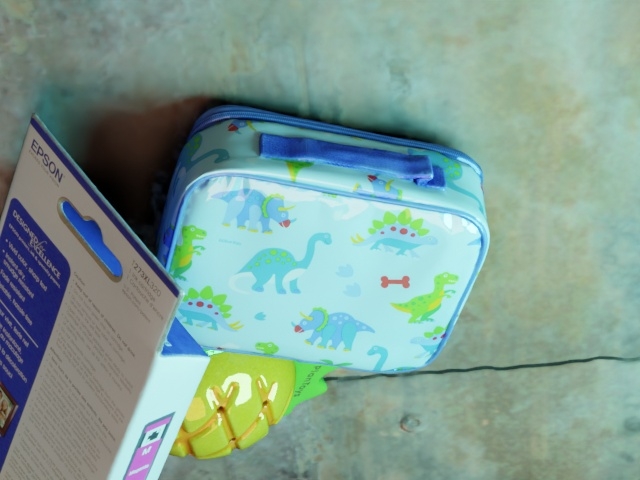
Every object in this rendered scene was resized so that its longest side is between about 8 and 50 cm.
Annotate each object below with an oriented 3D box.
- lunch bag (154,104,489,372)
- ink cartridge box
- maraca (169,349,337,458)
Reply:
[{"bbox_3d":[0.000,0.000,1.141,0.219,0.090,0.176,9,132,-10],"label":"lunch bag"},{"bbox_3d":[-0.178,0.097,1.168,0.069,0.176,0.371,-20,147,-39],"label":"ink cartridge box"},{"bbox_3d":[-0.065,0.108,1.238,0.186,0.099,0.127,-4,147,-33],"label":"maraca"}]
